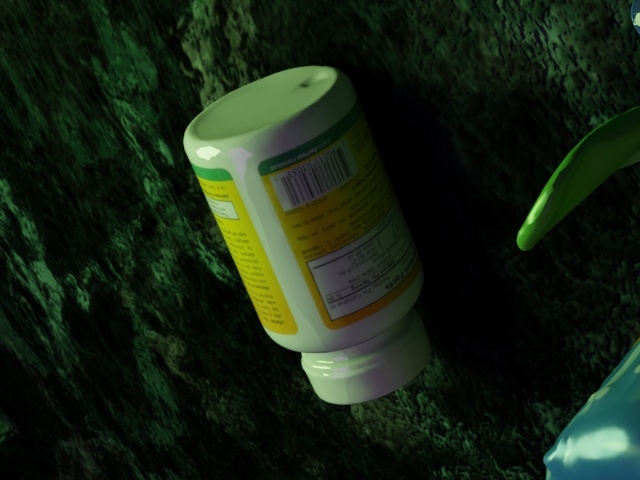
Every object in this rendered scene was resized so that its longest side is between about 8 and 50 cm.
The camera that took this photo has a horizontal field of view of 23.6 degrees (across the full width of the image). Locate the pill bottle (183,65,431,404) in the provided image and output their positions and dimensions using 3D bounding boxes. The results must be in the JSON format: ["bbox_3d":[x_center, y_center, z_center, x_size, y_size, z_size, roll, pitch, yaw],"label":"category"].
[{"bbox_3d":[0.000,0.000,1.016,0.118,0.118,0.208,12,131,55],"label":"pill bottle"}]

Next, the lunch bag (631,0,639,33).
[{"bbox_3d":[0.176,-0.098,0.623,0.067,0.098,0.065,51,157,-3],"label":"lunch bag"}]

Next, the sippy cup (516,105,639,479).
[{"bbox_3d":[0.220,0.086,0.625,0.305,0.224,0.240,23,140,47],"label":"sippy cup"}]
